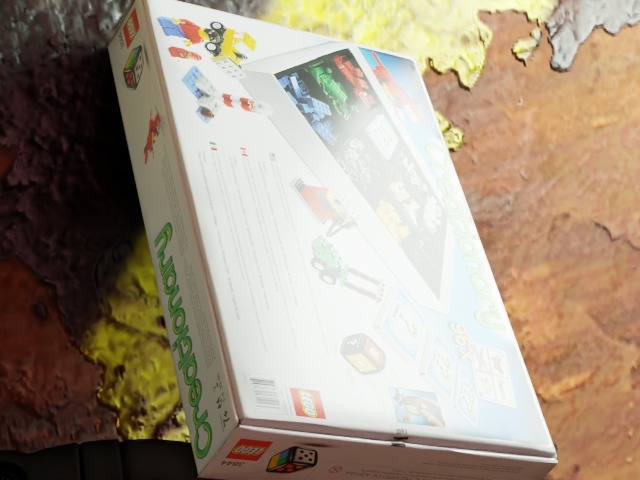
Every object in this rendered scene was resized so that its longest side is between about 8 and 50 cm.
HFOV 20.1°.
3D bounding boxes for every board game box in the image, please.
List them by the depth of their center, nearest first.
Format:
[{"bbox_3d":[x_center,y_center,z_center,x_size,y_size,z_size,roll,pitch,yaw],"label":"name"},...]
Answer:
[{"bbox_3d":[0.000,0.000,1.000,0.193,0.053,0.305,10,45,-29],"label":"board game box"}]

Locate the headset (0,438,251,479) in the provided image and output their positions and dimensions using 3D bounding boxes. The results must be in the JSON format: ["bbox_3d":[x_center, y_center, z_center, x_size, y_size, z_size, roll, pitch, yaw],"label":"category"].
[{"bbox_3d":[-0.167,0.242,0.904,0.394,0.185,0.243,-10,115,-5],"label":"headset"}]
